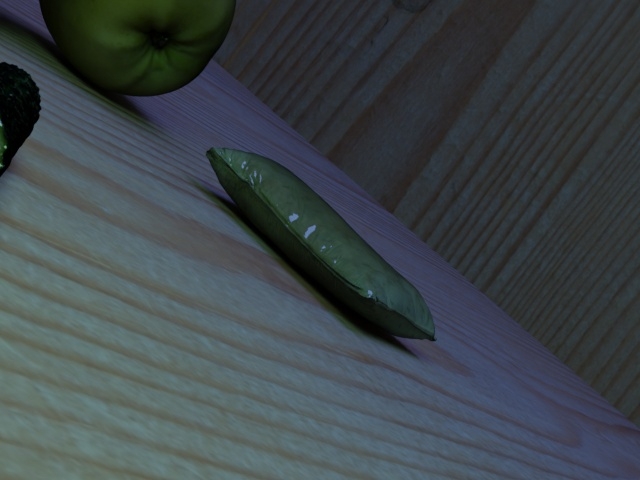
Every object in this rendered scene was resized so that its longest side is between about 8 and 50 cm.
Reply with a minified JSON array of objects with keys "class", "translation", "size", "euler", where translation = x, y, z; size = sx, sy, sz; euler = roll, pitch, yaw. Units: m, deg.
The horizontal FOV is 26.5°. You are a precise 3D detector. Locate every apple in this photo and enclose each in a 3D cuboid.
[{"class":"apple","translation":[-0.222,-0.308,1.673],"size":[0.262,0.262,0.262],"euler":[37,7,-5]}]

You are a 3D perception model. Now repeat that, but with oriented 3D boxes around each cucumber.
[{"class":"cucumber","translation":[-0.230,-0.081,0.924],"size":[0.072,0.072,0.300],"euler":[37,5,-11]}]

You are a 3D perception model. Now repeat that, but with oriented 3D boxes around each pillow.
[{"class":"pillow","translation":[0.000,0.000,1.547],"size":[0.302,0.075,0.185],"euler":[43,7,31]}]
